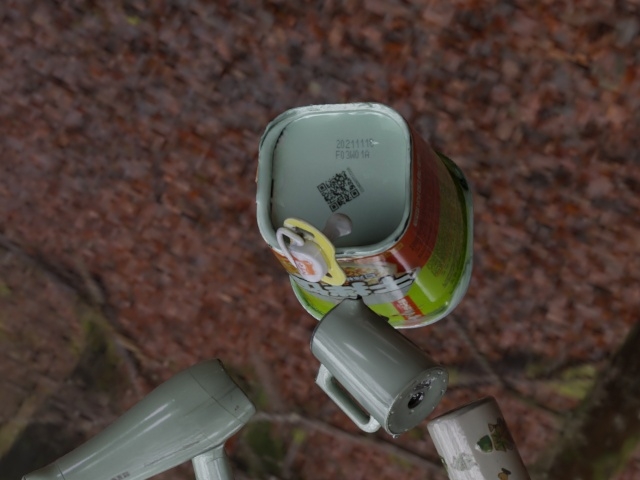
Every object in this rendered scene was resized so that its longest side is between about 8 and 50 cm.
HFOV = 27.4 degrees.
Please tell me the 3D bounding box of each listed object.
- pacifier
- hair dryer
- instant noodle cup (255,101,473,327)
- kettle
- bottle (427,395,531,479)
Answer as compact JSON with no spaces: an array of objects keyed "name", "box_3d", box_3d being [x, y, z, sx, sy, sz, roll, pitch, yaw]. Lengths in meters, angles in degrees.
[{"name":"pacifier","box_3d":[0.000,0.000,1.157,0.068,0.064,0.083,25,151,39]},{"name":"hair dryer","box_3d":[-0.132,0.238,1.196,0.075,0.206,0.237,45,164,51]},{"name":"instant noodle cup","box_3d":[0.051,-0.037,1.725,0.294,0.294,0.308,21,172,19]},{"name":"kettle","box_3d":[0.066,0.151,1.531,0.148,0.098,0.127,40,158,33]},{"name":"bottle","box_3d":[0.264,0.374,2.021,0.120,0.120,0.253,135,112,-76]}]
